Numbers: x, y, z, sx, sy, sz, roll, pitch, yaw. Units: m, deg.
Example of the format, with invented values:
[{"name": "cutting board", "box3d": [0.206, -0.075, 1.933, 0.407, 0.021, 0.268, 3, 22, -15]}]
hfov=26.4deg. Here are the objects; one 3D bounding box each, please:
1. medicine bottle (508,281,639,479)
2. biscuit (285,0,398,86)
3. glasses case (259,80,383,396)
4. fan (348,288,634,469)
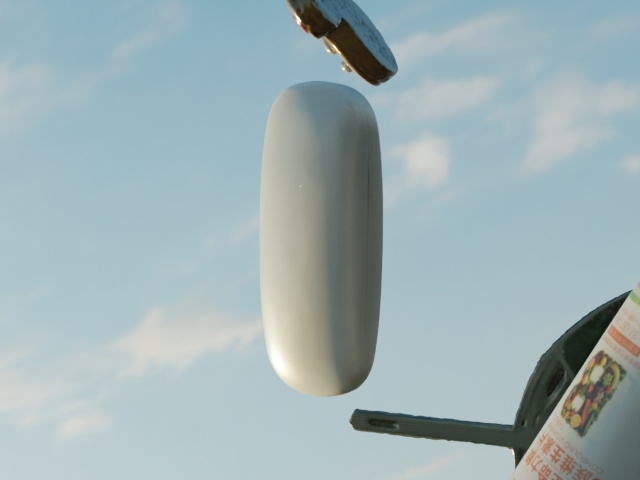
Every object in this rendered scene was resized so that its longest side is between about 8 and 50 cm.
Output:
[{"name": "medicine bottle", "box3d": [0.154, 0.117, 0.710, 0.183, 0.086, 0.086, -59, -30, 9]}, {"name": "biscuit", "box3d": [-0.028, -0.264, 1.347, 0.049, 0.197, 0.301, -35, -62, 20]}, {"name": "glasses case", "box3d": [0.000, 0.000, 0.847, 0.076, 0.197, 0.049, 7, 11, 38]}, {"name": "fan", "box3d": [0.193, 0.156, 0.881, 0.294, 0.223, 0.012, -25, 0, 14]}]
